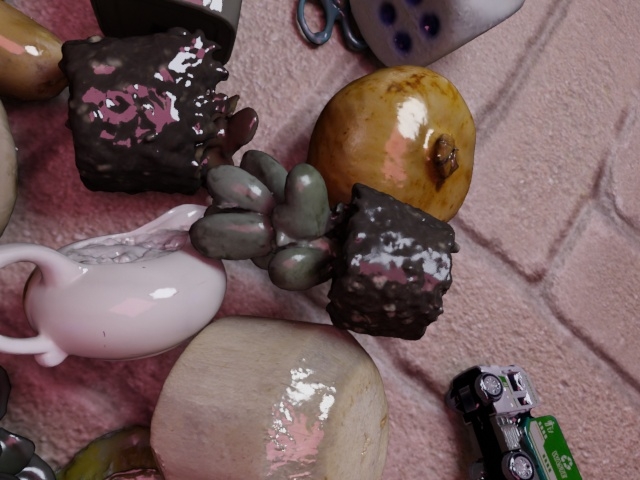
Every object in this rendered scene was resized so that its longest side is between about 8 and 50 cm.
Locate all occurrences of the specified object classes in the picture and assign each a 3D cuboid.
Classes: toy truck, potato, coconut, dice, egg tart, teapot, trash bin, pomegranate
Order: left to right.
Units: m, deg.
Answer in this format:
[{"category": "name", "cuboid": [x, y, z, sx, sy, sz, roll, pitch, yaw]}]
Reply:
[{"category": "potato", "cuboid": [-0.379, -0.223, 0.518, 0.178, 0.118, 0.109, 17, 59, -19]}, {"category": "teapot", "cuboid": [-0.213, 0.043, 0.487, 0.204, 0.298, 0.139, 11, 109, 22]}, {"category": "egg tart", "cuboid": [-0.219, 0.317, 0.527, 0.197, 0.078, 0.197, 3, 81, -21]}, {"category": "trash bin", "cuboid": [-0.180, -0.378, 0.566, 0.220, 0.219, 0.250, 7, 88, -16]}, {"category": "coconut", "cuboid": [-0.065, 0.206, 0.516, 0.237, 0.266, 0.237, -6, 97, -63]}, {"category": "pomegranate", "cuboid": [0.094, -0.109, 0.607, 0.248, 0.248, 0.248, 2, 82, -19]}, {"category": "dice", "cuboid": [0.171, -0.381, 0.672, 0.192, 0.194, 0.193, -37, 107, -28]}, {"category": "toy truck", "cuboid": [0.281, 0.308, 0.644, 0.124, 0.114, 0.253, 0, 58, -19]}]

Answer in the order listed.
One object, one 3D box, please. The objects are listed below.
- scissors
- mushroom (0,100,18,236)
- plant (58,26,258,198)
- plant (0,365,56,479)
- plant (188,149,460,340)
[{"category": "scissors", "cuboid": [0.024, -0.450, 0.726, 0.138, 0.041, 0.289, -1, 87, -20]}, {"category": "mushroom", "cuboid": [-0.407, -0.084, 0.464, 0.226, 0.226, 0.178, 62, 26, -3]}, {"category": "plant", "cuboid": [-0.184, -0.145, 0.543, 0.234, 0.178, 0.204, -5, 81, -23]}, {"category": "plant", "cuboid": [-0.415, 0.241, 0.407, 0.276, 0.188, 0.198, -18, 84, -18]}, {"category": "plant", "cuboid": [0.001, 0.002, 0.479, 0.275, 0.149, 0.146, 24, 44, 4]}]
